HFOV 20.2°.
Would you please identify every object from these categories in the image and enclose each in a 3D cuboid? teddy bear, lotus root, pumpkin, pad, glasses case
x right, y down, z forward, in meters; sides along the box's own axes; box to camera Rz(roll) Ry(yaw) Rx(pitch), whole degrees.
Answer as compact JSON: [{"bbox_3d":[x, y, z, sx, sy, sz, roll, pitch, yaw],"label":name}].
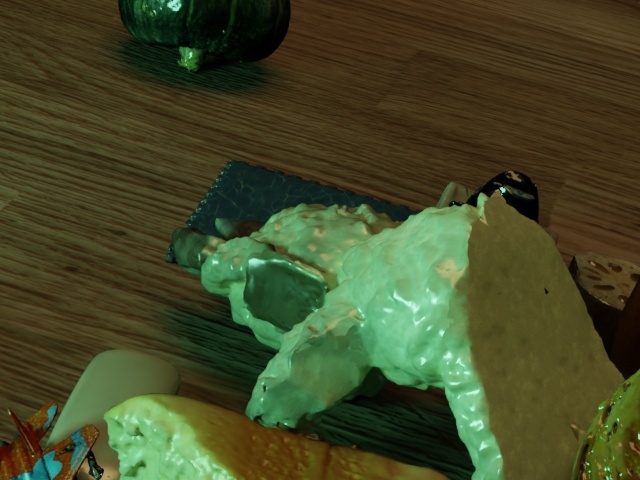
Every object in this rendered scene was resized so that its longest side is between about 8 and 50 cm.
[{"bbox_3d":[0.060,0.117,1.526,0.327,0.375,0.362,-16,-4,-44],"label":"teddy bear"},{"bbox_3d":[0.289,0.071,1.745,0.112,0.081,0.122,12,25,-5],"label":"lotus root"},{"bbox_3d":[-0.141,-0.282,2.187,0.211,0.152,0.211,1,12,0],"label":"pumpkin"},{"bbox_3d":[0.000,0.000,1.836,0.269,0.012,0.270,15,26,4],"label":"pad"},{"bbox_3d":[-0.164,0.145,1.417,0.081,0.051,0.204,16,26,3],"label":"glasses case"}]

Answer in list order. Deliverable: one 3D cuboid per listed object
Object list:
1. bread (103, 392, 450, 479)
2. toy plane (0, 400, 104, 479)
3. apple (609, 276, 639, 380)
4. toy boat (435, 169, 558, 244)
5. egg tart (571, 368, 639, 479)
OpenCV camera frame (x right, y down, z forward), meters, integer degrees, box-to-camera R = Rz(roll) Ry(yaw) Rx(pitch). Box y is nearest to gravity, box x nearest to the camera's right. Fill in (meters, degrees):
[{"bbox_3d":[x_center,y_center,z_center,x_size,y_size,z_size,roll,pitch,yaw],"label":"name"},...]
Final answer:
[{"bbox_3d":[-0.017,0.210,1.204,0.211,0.184,0.224,-6,34,-36],"label":"bread"},{"bbox_3d":[-0.201,0.199,1.275,0.130,0.061,0.189,-26,54,-3],"label":"toy plane"},{"bbox_3d":[0.419,0.088,1.546,0.319,0.277,0.319,10,27,-5],"label":"apple"},{"bbox_3d":[0.171,0.003,1.774,0.140,0.141,0.269,15,12,5],"label":"toy boat"},{"bbox_3d":[0.323,0.214,1.358,0.297,0.132,0.297,1,71,-2],"label":"egg tart"}]
